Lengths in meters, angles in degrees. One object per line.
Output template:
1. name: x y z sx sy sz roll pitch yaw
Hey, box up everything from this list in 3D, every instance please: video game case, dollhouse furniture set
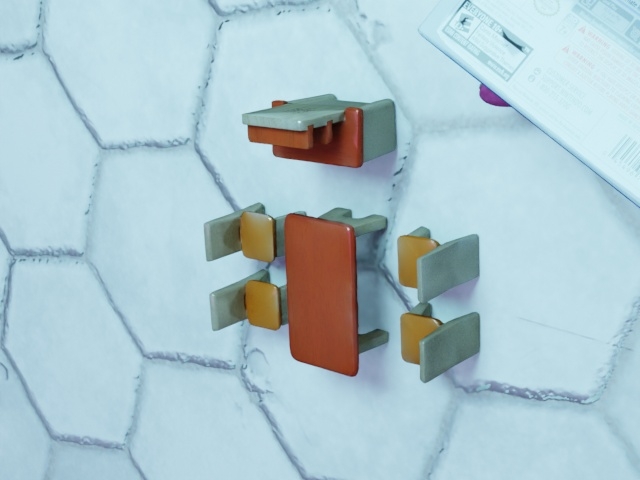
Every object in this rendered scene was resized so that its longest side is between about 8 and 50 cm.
1. video game case: 0.245 -0.162 0.797 0.269 0.061 0.244 43 102 23
2. dollhouse furniture set: 0.000 0.000 1.067 0.262 0.135 0.259 10 111 36

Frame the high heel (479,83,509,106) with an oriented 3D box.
1. high heel: 0.240 -0.106 0.877 0.244 0.082 0.117 -12 86 27
